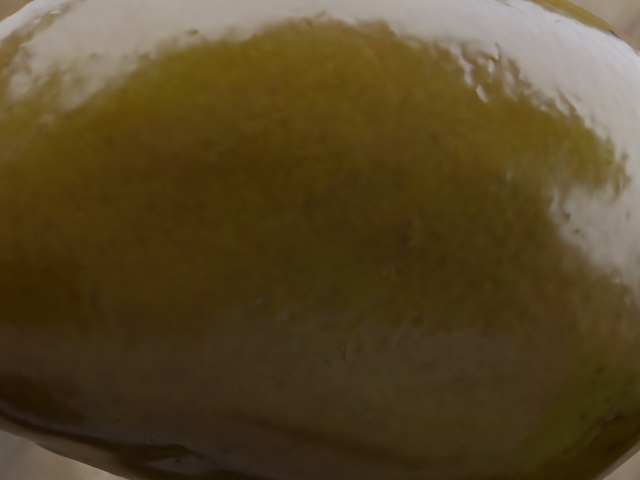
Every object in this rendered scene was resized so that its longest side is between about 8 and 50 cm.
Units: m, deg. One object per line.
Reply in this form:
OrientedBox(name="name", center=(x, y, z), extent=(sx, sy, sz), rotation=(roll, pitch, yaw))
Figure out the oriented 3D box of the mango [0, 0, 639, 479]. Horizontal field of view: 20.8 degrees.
OrientedBox(name="mango", center=(0.000, 0.000, 0.873), extent=(0.445, 0.300, 0.232), rotation=(5, 14, -22))
